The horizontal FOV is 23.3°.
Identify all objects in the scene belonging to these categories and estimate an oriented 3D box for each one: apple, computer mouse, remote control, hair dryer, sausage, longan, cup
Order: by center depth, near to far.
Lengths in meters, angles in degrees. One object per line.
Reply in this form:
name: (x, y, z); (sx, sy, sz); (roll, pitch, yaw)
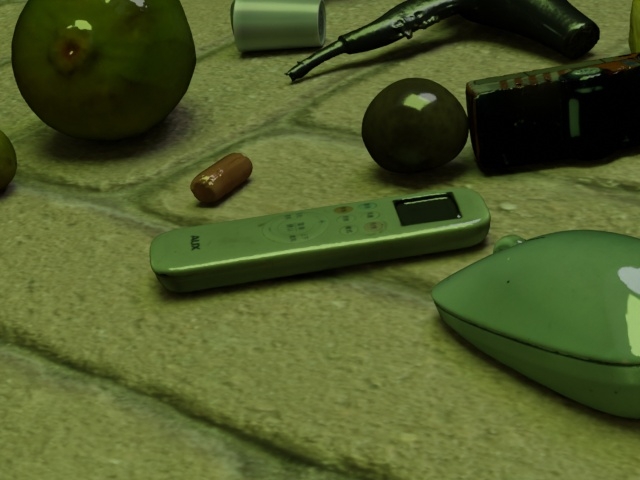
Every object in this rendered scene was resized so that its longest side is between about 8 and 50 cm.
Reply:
computer mouse: (0.207, 0.042, 1.189); (0.159, 0.097, 0.288); (-23, 29, -24)
remote control: (0.000, 0.000, 1.406); (0.309, 0.038, 0.090); (-8, 25, -2)
longan: (0.094, -0.111, 1.552); (0.113, 0.092, 0.113); (-9, 46, 9)
sausage: (-0.100, -0.065, 1.579); (0.034, 0.034, 0.083); (7, 28, 29)
apple: (-0.369, -0.085, 1.657); (0.089, 0.074, 0.089); (-6, 4, 0)
hair dryer: (0.129, -0.249, 1.879); (0.359, 0.120, 0.304); (-26, 43, -13)
cup: (-0.052, -0.278, 1.995); (0.116, 0.074, 0.104); (1, -3, 9)

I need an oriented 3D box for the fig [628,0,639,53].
fig: (0.385, -0.222, 1.681); (0.159, 0.159, 0.257); (16, 53, 41)

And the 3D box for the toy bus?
toy bus: (0.350, -0.147, 1.555); (0.409, 0.093, 0.092); (-9, 18, -3)

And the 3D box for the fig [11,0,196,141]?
fig: (-0.237, -0.221, 1.756); (0.207, 0.207, 0.230); (1, 27, 19)
